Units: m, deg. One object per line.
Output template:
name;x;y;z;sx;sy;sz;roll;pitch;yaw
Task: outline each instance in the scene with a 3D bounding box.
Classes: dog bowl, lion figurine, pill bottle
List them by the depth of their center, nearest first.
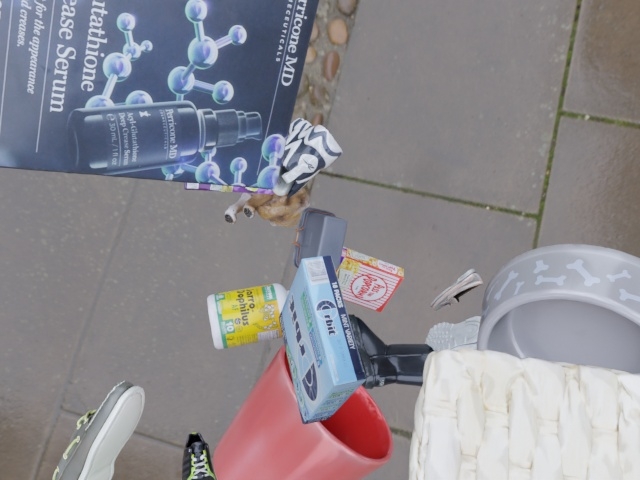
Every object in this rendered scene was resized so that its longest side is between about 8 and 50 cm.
dog bowl;0.409;0.178;0.954;0.349;0.348;0.102;32;45;12
pill bottle;-0.128;0.155;1.289;0.209;0.117;0.117;-9;76;-9
lion figurine;-0.188;-0.183;1.524;0.392;0.142;0.240;58;44;-11

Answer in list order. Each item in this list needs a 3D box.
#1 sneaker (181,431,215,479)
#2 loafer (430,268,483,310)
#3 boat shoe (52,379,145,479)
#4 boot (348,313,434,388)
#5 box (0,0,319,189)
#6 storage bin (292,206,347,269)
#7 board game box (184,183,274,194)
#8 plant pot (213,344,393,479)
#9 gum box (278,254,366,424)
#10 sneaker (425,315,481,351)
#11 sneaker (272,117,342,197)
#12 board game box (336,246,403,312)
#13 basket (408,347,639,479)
sneaker;-0.317;0.562;1.537;0.084;0.235;0.097;-6;102;-18
loafer;0.286;0.112;1.278;0.125;0.045;0.039;-46;65;22
boat shoe;-0.425;0.378;1.146;0.091;0.109;0.304;35;110;19
boot;0.183;0.292;1.598;0.207;0.094;0.246;2;33;-16
box;-0.236;-0.241;0.750;0.212;0.396;0.293;32;114;47
storage bin;0.000;0.000;1.277;0.098;0.091;0.135;11;88;-26
board game box;-0.185;-0.273;1.330;0.208;0.056;0.346;4;114;-12
plant pot;-0.046;0.364;1.104;0.275;0.275;0.243;46;103;14
gum box;-0.006;0.130;0.764;0.041;0.184;0.156;-7;63;-17
sneaker;0.371;0.264;1.590;0.095;0.235;0.090;27;65;-26
sneaker;-0.061;-0.160;1.215;0.153;0.235;0.094;-39;117;-6
board game box;0.110;0.107;1.666;0.194;0.146;0.045;19;38;-9
basket;0.217;0.255;0.426;0.329;0.266;0.331;5;72;13
